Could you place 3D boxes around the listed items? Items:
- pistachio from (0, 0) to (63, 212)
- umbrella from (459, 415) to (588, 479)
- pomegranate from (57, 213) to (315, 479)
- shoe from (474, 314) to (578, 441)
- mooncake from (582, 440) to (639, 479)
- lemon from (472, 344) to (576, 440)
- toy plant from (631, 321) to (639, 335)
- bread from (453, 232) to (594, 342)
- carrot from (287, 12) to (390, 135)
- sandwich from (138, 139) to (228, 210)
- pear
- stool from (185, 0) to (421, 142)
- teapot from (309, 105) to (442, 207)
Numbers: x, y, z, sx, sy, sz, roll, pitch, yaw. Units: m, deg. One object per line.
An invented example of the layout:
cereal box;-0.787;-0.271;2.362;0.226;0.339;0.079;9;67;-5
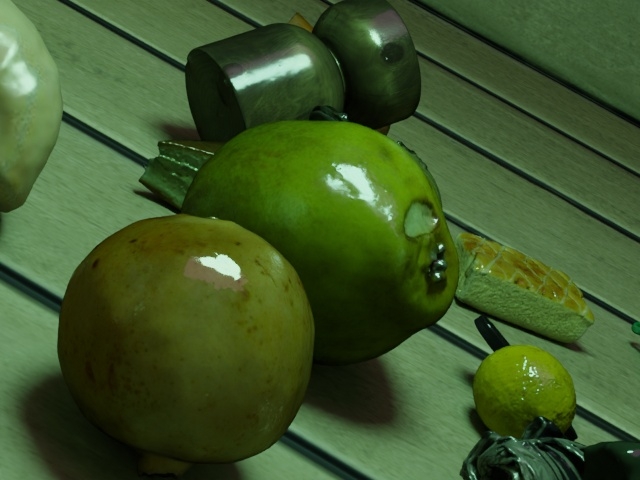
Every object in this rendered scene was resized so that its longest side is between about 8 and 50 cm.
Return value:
pistachio;-0.379;-0.149;1.565;0.230;0.230;0.309;11;21;-39
umbrella;0.302;0.249;1.605;0.357;0.106;0.113;12;20;-38
pomegranate;-0.113;0.082;1.307;0.233;0.233;0.233;24;20;-10
shoe;0.225;0.168;1.779;0.179;0.049;0.071;50;9;-3
mooncake;0.287;0.274;1.442;0.104;0.175;0.168;1;-54;58
lemon;0.222;0.169;1.690;0.109;0.109;0.133;16;23;-29
toy plant;0.505;0.160;2.103;0.200;0.105;0.143;19;28;32
bread;0.263;0.061;2.061;0.188;0.068;0.125;22;21;-17
carrot;0.004;-0.214;2.320;0.225;0.159;0.159;37;19;-7
sandwich;-0.095;-0.067;1.876;0.258;0.094;0.096;2;28;-48
pear;0.000;0.000;1.623;0.321;0.269;0.269;18;13;32
stool;-0.025;-0.204;2.022;0.264;0.179;0.179;-21;44;-24
teapot;0.073;-0.050;1.878;0.269;0.173;0.182;60;-22;-9
